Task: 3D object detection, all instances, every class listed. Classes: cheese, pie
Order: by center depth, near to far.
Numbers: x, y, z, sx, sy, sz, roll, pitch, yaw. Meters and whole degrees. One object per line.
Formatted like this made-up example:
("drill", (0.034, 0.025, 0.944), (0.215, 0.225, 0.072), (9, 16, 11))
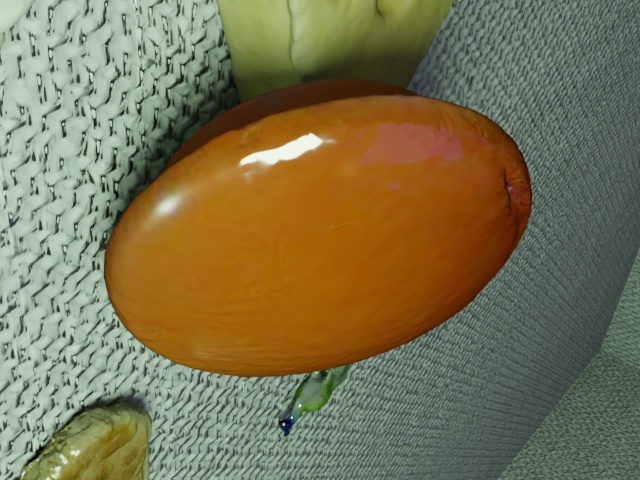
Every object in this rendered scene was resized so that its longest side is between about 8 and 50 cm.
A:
("cheese", (0.018, -0.265, 0.758), (0.384, 0.104, 0.384), (-44, 151, -32))
("pie", (-0.232, 0.245, 0.893), (0.195, 0.046, 0.195), (-44, 150, -34))

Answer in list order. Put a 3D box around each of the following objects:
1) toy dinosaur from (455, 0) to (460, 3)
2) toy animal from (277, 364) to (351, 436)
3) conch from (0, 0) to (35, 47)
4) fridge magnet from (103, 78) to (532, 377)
("toy dinosaur", (0.209, -0.354, 1.025), (0.209, 0.082, 0.039), (-49, 151, 20))
("toy animal", (0.015, 0.177, 1.274), (0.217, 0.041, 0.075), (-45, 152, -37))
("conch", (-0.208, -0.167, 0.472), (0.104, 0.094, 0.176), (-13, 135, -4))
("fridge magnet", (0.000, 0.000, 0.782), (0.363, 0.155, 0.363), (-11, 148, -7))
